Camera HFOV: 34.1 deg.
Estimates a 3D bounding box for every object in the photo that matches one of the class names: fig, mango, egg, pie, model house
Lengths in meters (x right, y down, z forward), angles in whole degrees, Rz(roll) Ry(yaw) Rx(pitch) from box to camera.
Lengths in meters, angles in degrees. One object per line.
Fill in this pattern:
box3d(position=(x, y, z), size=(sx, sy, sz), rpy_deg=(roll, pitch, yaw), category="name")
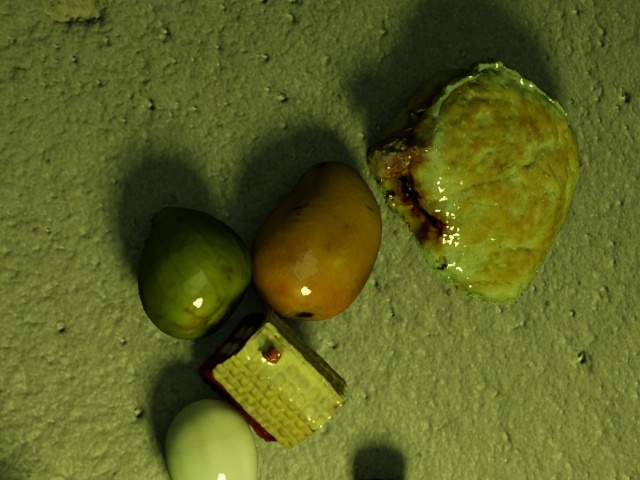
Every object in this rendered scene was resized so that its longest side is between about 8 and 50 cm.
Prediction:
box3d(position=(-0.224, 0.047, 1.735), size=(0.203, 0.203, 0.225), rpy_deg=(-31, 72, -19), category="fig")
box3d(position=(0.000, 0.000, 1.823), size=(0.211, 0.173, 0.317), rpy_deg=(34, 60, -13), category="mango")
box3d(position=(-0.178, 0.366, 1.723), size=(0.151, 0.151, 0.209), rpy_deg=(-12, 95, -19), category="egg")
box3d(position=(0.307, -0.111, 1.940), size=(0.395, 0.180, 0.418), rpy_deg=(-44, 105, -16), category="pie")
box3d(position=(-0.072, 0.228, 1.723), size=(0.196, 0.254, 0.160), rpy_deg=(46, 75, -6), category="model house")

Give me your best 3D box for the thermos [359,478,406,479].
box3d(position=(0.129, 0.585, 1.804), size=(0.136, 0.109, 0.330), rpy_deg=(1, 81, 8), category="thermos")
